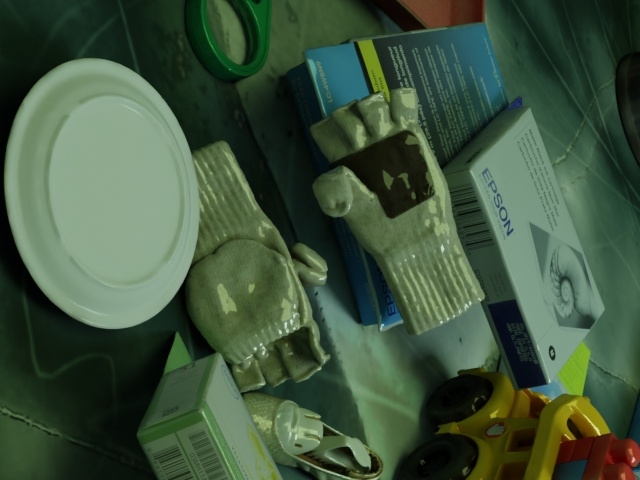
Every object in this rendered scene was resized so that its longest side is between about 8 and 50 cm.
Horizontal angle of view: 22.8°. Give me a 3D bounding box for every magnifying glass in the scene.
[{"bbox_3d":[-0.062,-0.227,1.434,0.092,0.026,0.231,54,39,-25],"label":"magnifying glass"}]

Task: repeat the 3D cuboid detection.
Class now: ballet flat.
[{"bbox_3d":[-0.007,0.162,1.303,0.168,0.052,0.057,33,49,-45],"label":"ballet flat"}]

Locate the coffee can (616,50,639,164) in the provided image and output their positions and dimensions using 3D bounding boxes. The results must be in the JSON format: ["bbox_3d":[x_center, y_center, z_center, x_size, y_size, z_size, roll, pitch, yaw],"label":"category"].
[{"bbox_3d":[0.565,-0.197,2.121,0.201,0.275,0.202,31,50,-46],"label":"coffee can"}]

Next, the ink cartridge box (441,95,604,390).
[{"bbox_3d":[0.202,-0.006,1.501,0.224,0.045,0.223,-44,116,-53],"label":"ink cartridge box"}]

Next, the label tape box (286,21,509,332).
[{"bbox_3d":[0.072,-0.060,1.473,0.347,0.115,0.249,-19,92,-55],"label":"label tape box"}]

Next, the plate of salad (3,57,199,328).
[{"bbox_3d":[-0.163,-0.034,1.168,0.199,0.048,0.200,10,78,-51],"label":"plate of salad"}]

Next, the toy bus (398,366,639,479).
[{"bbox_3d":[0.201,0.208,1.448,0.149,0.211,0.220,55,35,-23],"label":"toy bus"}]

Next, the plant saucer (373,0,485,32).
[{"bbox_3d":[0.090,-0.330,1.685,0.259,0.047,0.259,37,47,-44],"label":"plant saucer"}]

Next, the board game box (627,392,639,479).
[{"bbox_3d":[0.499,0.285,1.971,0.302,0.086,0.308,58,35,-21],"label":"board game box"}]

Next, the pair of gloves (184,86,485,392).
[{"bbox_3d":[0.000,0.000,1.274,0.240,0.042,0.204,-19,93,-13],"label":"pair of gloves"}]

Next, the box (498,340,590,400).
[{"bbox_3d":[0.234,0.151,1.676,0.109,0.042,0.178,51,38,-29],"label":"box"}]

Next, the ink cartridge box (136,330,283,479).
[{"bbox_3d":[-0.060,0.161,1.136,0.235,0.056,0.171,-78,143,-75],"label":"ink cartridge box"}]
